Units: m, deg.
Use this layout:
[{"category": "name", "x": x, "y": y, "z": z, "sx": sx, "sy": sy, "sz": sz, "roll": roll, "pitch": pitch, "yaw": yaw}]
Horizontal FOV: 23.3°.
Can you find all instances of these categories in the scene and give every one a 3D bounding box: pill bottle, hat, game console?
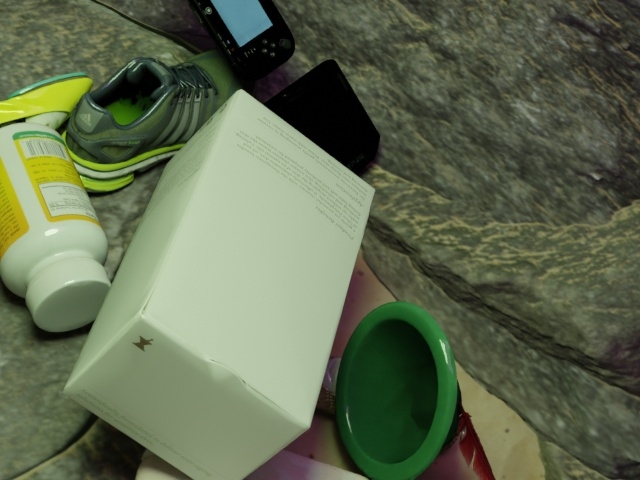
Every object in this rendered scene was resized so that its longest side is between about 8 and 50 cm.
[{"category": "pill bottle", "x": -0.292, "y": -0.012, "z": 1.629, "sx": 0.117, "sy": 0.117, "sz": 0.208, "roll": -10, "pitch": 55, "yaw": -29}, {"category": "hat", "x": 0.135, "y": 0.171, "z": 1.602, "sx": 0.183, "sy": 0.208, "sz": 0.173, "roll": 7, "pitch": 14, "yaw": -39}, {"category": "game console", "x": -0.074, "y": -0.211, "z": 1.831, "sx": 0.361, "sy": 0.044, "sz": 0.213, "roll": 58, "pitch": 42, "yaw": -9}]

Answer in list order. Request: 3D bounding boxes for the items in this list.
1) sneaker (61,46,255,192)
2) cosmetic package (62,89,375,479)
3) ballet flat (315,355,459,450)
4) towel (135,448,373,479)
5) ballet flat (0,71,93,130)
[{"category": "sneaker", "x": -0.177, "y": -0.161, "z": 1.801, "sx": 0.111, "sy": 0.121, "sz": 0.300, "roll": 41, "pitch": 48, "yaw": 14}, {"category": "cosmetic package", "x": -0.089, "y": 0.042, "z": 1.542, "sx": 0.197, "sy": 0.155, "sz": 0.365, "roll": 37, "pitch": 39, "yaw": -15}, {"category": "ballet flat", "x": 0.058, "y": 0.159, "z": 1.653, "sx": 0.206, "sy": 0.067, "sz": 0.073, "roll": 19, "pitch": 43, "yaw": -5}, {"category": "towel", "x": -0.041, "y": 0.323, "z": 1.445, "sx": 0.317, "sy": 0.053, "sz": 0.332, "roll": 19, "pitch": 33, "yaw": -5}, {"category": "ballet flat", "x": -0.355, "y": -0.127, "z": 1.745, "sx": 0.231, "sy": 0.077, "sz": 0.077, "roll": -16, "pitch": 80, "yaw": -29}]
